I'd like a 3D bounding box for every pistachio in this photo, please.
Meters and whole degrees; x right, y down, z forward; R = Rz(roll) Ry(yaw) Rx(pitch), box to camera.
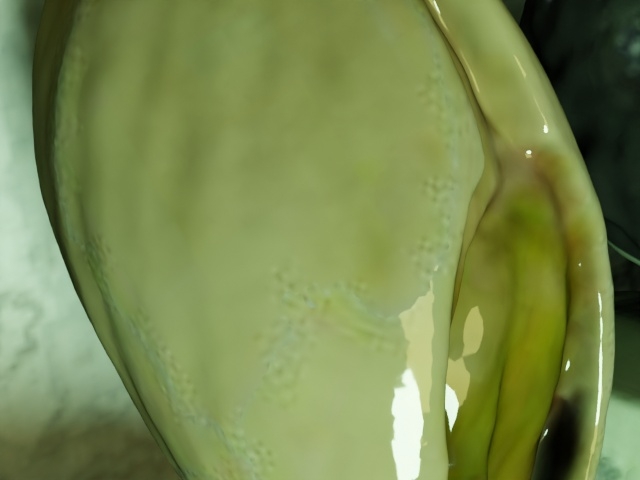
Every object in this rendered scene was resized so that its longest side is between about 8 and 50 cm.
[{"bbox_3d":[0.000,0.000,0.523,0.138,0.153,0.238,-27,90,-40],"label":"pistachio"}]

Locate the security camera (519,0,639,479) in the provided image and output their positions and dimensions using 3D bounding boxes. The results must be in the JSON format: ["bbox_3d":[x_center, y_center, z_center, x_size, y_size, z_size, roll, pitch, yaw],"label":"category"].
[{"bbox_3d":[0.144,0.000,0.627,0.191,0.197,0.277,2,104,-43],"label":"security camera"}]
